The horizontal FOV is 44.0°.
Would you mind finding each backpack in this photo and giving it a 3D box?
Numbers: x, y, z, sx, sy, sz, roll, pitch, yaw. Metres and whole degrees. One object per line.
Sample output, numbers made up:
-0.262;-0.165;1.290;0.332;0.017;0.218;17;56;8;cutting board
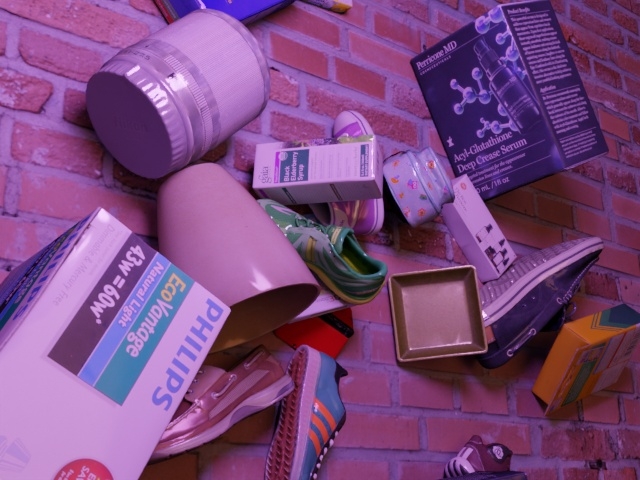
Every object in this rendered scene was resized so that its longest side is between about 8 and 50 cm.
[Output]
0.203;-0.114;1.677;0.166;0.144;0.188;64;16;-3;backpack

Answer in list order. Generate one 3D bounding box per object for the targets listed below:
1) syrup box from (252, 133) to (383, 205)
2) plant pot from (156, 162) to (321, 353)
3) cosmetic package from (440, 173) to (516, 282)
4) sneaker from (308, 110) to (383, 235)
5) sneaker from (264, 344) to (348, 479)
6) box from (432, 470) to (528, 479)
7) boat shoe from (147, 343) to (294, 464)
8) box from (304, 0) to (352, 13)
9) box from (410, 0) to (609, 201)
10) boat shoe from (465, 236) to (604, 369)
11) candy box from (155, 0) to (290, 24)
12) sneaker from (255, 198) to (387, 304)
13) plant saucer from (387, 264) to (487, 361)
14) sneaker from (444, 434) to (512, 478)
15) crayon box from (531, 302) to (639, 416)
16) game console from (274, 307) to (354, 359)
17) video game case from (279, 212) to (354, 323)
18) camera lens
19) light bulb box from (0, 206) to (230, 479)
-0.004;-0.131;1.506;0.096;0.236;0.093;54;36;-65;syrup box
-0.172;0.017;1.346;0.256;0.256;0.274;-11;66;-40;plant pot
0.364;-0.029;1.873;0.099;0.060;0.239;-41;101;-40;cosmetic package
0.035;-0.151;1.622;0.161;0.102;0.282;5;63;-31;sneaker
-0.012;0.344;1.425;0.121;0.108;0.302;26;59;-24;sneaker
0.231;0.613;1.430;0.312;0.179;0.344;-4;77;-23;box
-0.188;0.268;1.317;0.324;0.123;0.117;-22;82;-47;boat shoe
-0.012;-0.582;1.777;0.179;0.043;0.105;8;71;-38;box
0.444;-0.322;1.881;0.211;0.293;0.396;-20;87;-41;box
0.501;0.133;1.852;0.500;0.186;0.156;-31;96;-34;boat shoe
-0.199;-0.557;1.571;0.317;0.122;0.268;-38;101;-40;candy box
0.000;0.000;1.471;0.295;0.123;0.109;32;44;-7;sneaker
0.246;0.156;1.679;0.188;0.045;0.188;-7;76;5;plant saucer
0.392;0.531;1.682;0.281;0.106;0.162;54;48;-9;sneaker
0.632;0.279;1.890;0.322;0.203;0.083;-10;37;-40;crayon box
-0.013;0.154;1.549;0.144;0.085;0.124;38;24;-23;game console
-0.031;0.046;1.520;0.193;0.023;0.213;-11;62;-40;video game case
-0.237;-0.259;1.377;0.219;0.219;0.274;54;51;-10;camera lens
-0.361;0.195;1.038;0.225;0.361;0.358;41;54;-20;light bulb box
